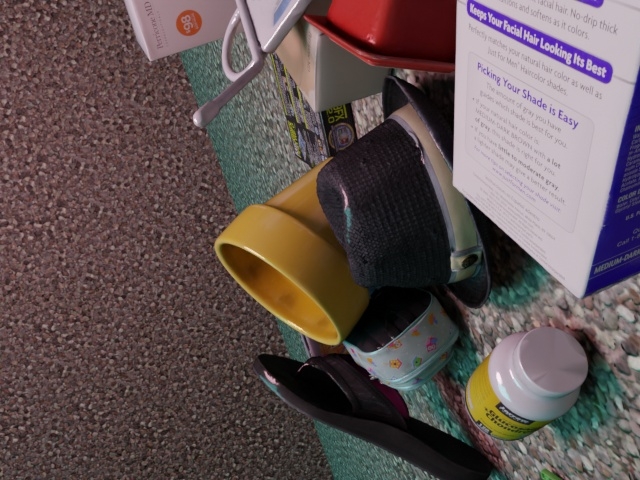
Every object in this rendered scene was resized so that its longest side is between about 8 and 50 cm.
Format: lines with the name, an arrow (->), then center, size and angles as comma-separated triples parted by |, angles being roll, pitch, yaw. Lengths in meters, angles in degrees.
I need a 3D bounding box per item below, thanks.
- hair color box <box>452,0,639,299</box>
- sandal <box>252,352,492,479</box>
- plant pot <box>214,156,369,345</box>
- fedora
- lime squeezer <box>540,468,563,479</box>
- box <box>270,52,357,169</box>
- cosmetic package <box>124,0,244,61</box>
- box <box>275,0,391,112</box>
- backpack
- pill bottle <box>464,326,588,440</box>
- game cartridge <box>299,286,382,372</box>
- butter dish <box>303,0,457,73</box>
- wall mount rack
hair color box -> 0.189, -0.145, 0.431 | 0.185, 0.110, 0.339 | -125, 18, -46
sandal -> 0.097, 0.283, 1.057 | 0.446, 0.107, 0.167 | 24, -174, 6
plant pot -> 0.000, 0.000, 0.974 | 0.254, 0.239, 0.254 | 34, 160, 14
fedora -> 0.087, -0.035, 0.761 | 0.334, 0.152, 0.334 | 158, 90, -88
lime squeezer -> 0.340, 0.379, 0.690 | 0.059, 0.110, 0.310 | 55, -160, -15
box -> -0.014, -0.257, 1.102 | 0.216, 0.060, 0.270 | -134, 26, -57
cosmetic package -> -0.204, -0.514, 0.961 | 0.097, 0.284, 0.377 | 56, 162, 41
box -> -0.019, -0.348, 0.858 | 0.311, 0.121, 0.148 | 60, 163, 29
backpack -> 0.133, 0.157, 0.975 | 0.144, 0.166, 0.188 | 54, 169, -6
pill bottle -> 0.241, 0.169, 0.710 | 0.103, 0.103, 0.184 | 61, 165, 25
game cartridge -> 0.058, 0.165, 1.177 | 0.062, 0.198, 0.297 | 47, 158, 59
butter dish -> 0.086, -0.250, 0.625 | 0.160, 0.160, 0.118 | 52, 136, 49
wall mount rack -> -0.058, -0.292, 0.660 | 0.350, 0.130, 0.304 | -43, 51, 38
